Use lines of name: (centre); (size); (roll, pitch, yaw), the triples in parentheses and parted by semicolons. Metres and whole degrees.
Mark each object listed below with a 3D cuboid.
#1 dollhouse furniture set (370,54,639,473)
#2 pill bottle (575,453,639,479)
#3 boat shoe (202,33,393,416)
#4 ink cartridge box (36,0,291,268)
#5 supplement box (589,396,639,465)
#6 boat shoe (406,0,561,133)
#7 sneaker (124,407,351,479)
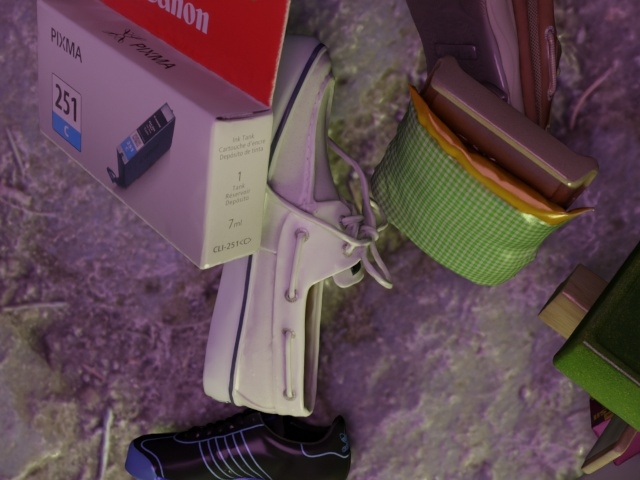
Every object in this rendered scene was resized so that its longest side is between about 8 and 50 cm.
dollhouse furniture set: (0.144, 0.030, 0.749); (0.301, 0.151, 0.197); (38, 149, 8)
pill bottle: (0.320, 0.326, 0.871); (0.130, 0.130, 0.245); (-22, 94, 17)
boat shoe: (-0.003, 0.004, 0.893); (0.156, 0.136, 0.367); (15, 106, 12)
ink cartridge box: (-0.148, -0.159, 0.832); (0.296, 0.066, 0.261); (35, 129, 38)
supplement box: (0.277, 0.159, 0.875); (0.055, 0.083, 0.043); (-35, 91, 17)
boat shoe: (0.158, -0.139, 0.828); (0.123, 0.116, 0.324); (24, 132, 47)
sneaker: (-0.084, 0.207, 0.985); (0.232, 0.081, 0.090); (6, 99, 7)
